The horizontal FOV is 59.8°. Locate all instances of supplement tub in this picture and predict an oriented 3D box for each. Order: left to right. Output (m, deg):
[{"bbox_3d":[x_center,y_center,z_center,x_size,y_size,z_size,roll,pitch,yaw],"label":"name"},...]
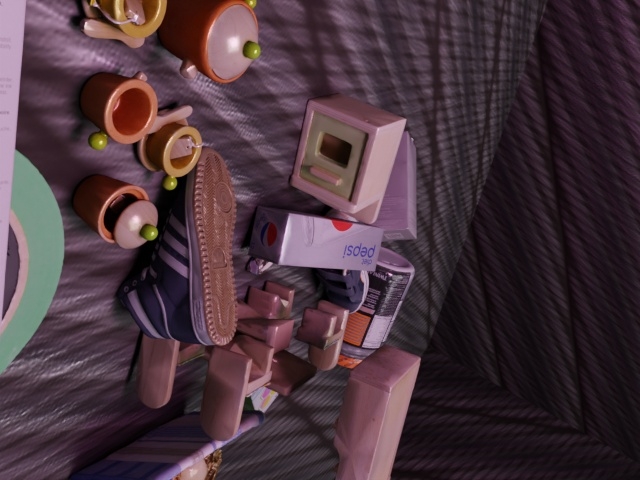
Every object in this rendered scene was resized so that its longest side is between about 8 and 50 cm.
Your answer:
[{"bbox_3d":[0.117,0.180,1.534,0.194,0.194,0.316,-12,126,-62],"label":"supplement tub"}]

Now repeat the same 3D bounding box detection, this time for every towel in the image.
[{"bbox_3d":[-0.252,0.359,0.962,0.285,0.209,0.034,-12,90,-60],"label":"towel"}]

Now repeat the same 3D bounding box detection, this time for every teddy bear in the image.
[{"bbox_3d":[-0.283,0.501,1.080,0.338,0.113,0.245,94,18,-73],"label":"teddy bear"}]

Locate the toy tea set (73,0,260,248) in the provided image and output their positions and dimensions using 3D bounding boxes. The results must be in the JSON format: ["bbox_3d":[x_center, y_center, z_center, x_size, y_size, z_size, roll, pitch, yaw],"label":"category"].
[{"bbox_3d":[-0.171,-0.144,0.644,0.200,0.124,0.336,-24,136,-56],"label":"toy tea set"}]

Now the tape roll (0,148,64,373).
[{"bbox_3d":[-0.379,0.036,0.466,0.321,0.077,0.321,-46,152,-34],"label":"tape roll"}]

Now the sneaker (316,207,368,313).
[{"bbox_3d":[0.041,0.057,1.329,0.127,0.126,0.321,-42,139,-50],"label":"sneaker"}]

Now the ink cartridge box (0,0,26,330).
[{"bbox_3d":[-0.295,-0.057,0.358,0.176,0.069,0.370,-21,136,-57],"label":"ink cartridge box"}]

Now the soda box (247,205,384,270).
[{"bbox_3d":[0.000,0.000,1.093,0.286,0.091,0.098,8,96,-47],"label":"soda box"}]

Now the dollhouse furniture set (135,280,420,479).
[{"bbox_3d":[-0.058,0.272,0.982,0.362,0.394,0.256,-12,117,-63],"label":"dollhouse furniture set"}]

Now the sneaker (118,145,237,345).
[{"bbox_3d":[-0.207,0.010,0.804,0.099,0.153,0.282,9,77,-64],"label":"sneaker"}]

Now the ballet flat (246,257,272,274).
[{"bbox_3d":[-0.099,0.021,1.095,0.114,0.041,0.041,-56,157,-16],"label":"ballet flat"}]

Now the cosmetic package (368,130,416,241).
[{"bbox_3d":[0.172,-0.126,1.317,0.127,0.107,0.237,34,54,-67],"label":"cosmetic package"}]

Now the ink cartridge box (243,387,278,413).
[{"bbox_3d":[-0.145,0.357,1.338,0.109,0.062,0.209,-49,154,-31],"label":"ink cartridge box"}]

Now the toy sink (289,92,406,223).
[{"bbox_3d":[0.042,-0.142,1.073,0.131,0.153,0.234,-31,143,-52],"label":"toy sink"}]
